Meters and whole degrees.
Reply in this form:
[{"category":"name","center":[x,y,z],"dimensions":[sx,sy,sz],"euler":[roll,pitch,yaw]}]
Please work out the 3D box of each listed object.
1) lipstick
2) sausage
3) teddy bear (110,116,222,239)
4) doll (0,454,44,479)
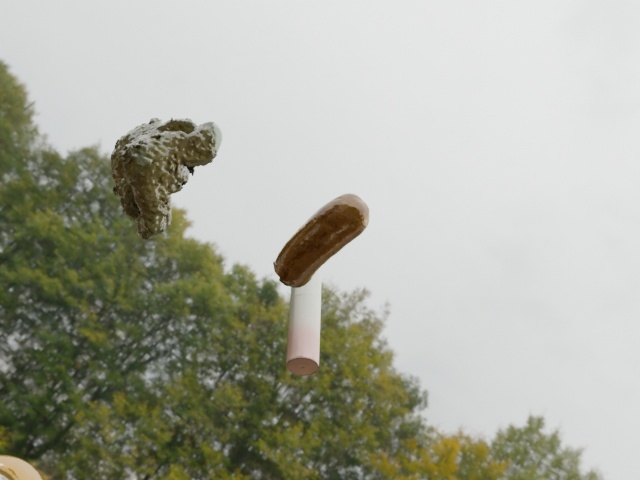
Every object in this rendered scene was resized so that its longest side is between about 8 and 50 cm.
[{"category":"lipstick","center":[-0.043,0.207,1.890],"dimensions":[0.087,0.327,0.087],"euler":[1,-43,1]},{"category":"sausage","center":[-0.001,-0.002,1.480],"dimensions":[0.109,0.109,0.270],"euler":[43,-55,-7]},{"category":"teddy bear","center":[-0.340,-0.152,1.390],"dimensions":[0.156,0.267,0.256],"euler":[34,-5,-25]},{"category":"doll","center":[-0.561,0.498,1.264],"dimensions":[0.213,0.235,0.214],"euler":[179,-90,-69]}]
